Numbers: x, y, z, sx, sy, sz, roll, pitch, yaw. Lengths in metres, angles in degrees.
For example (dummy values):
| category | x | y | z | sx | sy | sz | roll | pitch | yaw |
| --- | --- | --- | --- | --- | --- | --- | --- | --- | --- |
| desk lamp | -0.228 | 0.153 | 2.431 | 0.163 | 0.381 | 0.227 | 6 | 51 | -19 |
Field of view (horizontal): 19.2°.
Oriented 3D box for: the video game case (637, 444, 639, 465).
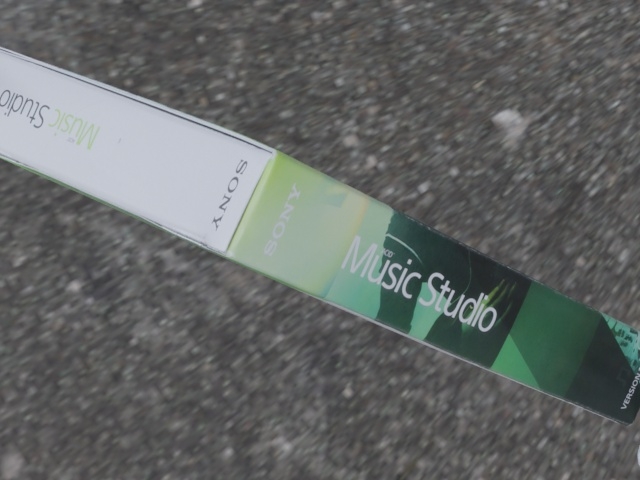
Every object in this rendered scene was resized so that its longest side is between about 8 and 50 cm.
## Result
| category | x | y | z | sx | sy | sz | roll | pitch | yaw |
| --- | --- | --- | --- | --- | --- | --- | --- | --- | --- |
| video game case | 0.352 | 0.110 | 1.469 | 0.173 | 0.190 | 0.022 | 5 | 138 | 23 |

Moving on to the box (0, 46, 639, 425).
| category | x | y | z | sx | sy | sz | roll | pitch | yaw |
| --- | --- | --- | --- | --- | --- | --- | --- | --- | --- |
| box | 0.000 | 0.000 | 0.982 | 0.232 | 0.322 | 0.058 | 23 | 90 | 45 |
